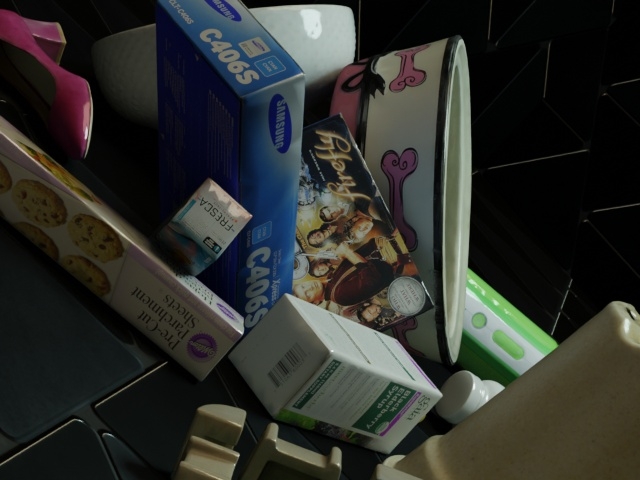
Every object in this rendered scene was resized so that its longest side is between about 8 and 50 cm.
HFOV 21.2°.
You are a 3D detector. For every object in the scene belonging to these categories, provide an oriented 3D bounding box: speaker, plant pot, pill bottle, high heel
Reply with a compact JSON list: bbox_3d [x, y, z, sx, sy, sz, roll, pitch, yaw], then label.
[{"bbox_3d":[0.230,0.133,2.434,0.296,0.131,0.131,39,12,-13],"label":"speaker"},{"bbox_3d":[0.283,0.243,1.762,0.334,0.305,0.334,41,12,-10],"label":"plant pot"},{"bbox_3d":[0.222,0.231,2.146,0.160,0.087,0.087,36,13,-27],"label":"pill bottle"},{"bbox_3d":[-0.328,-0.176,1.904,0.117,0.082,0.244,2,46,-27],"label":"high heel"}]

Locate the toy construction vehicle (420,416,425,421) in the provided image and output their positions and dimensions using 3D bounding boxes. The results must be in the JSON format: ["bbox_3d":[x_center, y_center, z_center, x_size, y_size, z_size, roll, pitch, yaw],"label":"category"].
[{"bbox_3d":[0.074,0.176,2.011,0.086,0.035,0.098,38,4,39],"label":"toy construction vehicle"}]

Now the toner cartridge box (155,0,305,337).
[{"bbox_3d":[-0.094,-0.075,1.721,0.165,0.075,0.348,49,-29,33],"label":"toner cartridge box"}]

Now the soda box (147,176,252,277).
[{"bbox_3d":[-0.130,0.000,1.672,0.058,0.063,0.183,41,-23,-5],"label":"soda box"}]

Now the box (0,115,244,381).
[{"bbox_3d":[-0.213,0.002,1.600,0.324,0.067,0.063,41,7,-9],"label":"box"}]

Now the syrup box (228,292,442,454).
[{"bbox_3d":[0.020,0.143,1.785,0.237,0.093,0.096,27,19,-53],"label":"syrup box"}]

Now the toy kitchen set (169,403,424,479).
[{"bbox_3d":[-0.027,0.236,1.338,0.207,0.122,0.166,21,14,-2],"label":"toy kitchen set"}]

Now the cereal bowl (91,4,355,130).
[{"bbox_3d":[-0.117,-0.204,2.180,0.339,0.339,0.141,-9,90,-75],"label":"cereal bowl"}]

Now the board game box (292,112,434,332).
[{"bbox_3d":[0.000,0.000,1.892,0.243,0.165,0.042,64,-19,5],"label":"board game box"}]

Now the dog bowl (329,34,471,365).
[{"bbox_3d":[0.099,-0.050,2.120,0.150,0.408,0.408,2,7,10],"label":"dog bowl"}]
